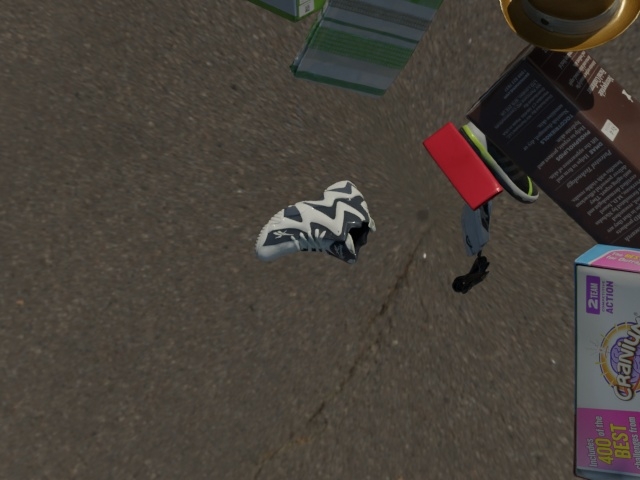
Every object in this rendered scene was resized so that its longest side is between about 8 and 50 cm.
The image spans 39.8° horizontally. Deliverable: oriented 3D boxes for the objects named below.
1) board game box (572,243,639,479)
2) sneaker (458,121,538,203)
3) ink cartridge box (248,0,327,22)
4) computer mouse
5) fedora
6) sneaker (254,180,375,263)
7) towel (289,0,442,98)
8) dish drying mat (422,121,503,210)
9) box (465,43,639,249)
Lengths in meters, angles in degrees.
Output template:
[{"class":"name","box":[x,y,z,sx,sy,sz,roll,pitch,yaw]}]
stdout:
[{"class":"board game box","box":[0.395,0.141,0.813,0.317,0.064,0.242,9,111,37]},{"class":"sneaker","box":[0.345,-0.153,1.604,0.097,0.084,0.235,-44,127,15]},{"class":"ink cartridge box","box":[-0.083,-0.563,1.644,0.189,0.255,0.097,32,52,31]},{"class":"computer mouse","box":[0.269,-0.009,1.572,0.042,0.106,0.193,13,65,-11]},{"class":"fedora","box":[0.328,-0.343,1.162,0.194,0.079,0.194,-6,68,15]},{"class":"sneaker","box":[0.000,0.000,1.681,0.235,0.094,0.153,-27,50,-11]},{"class":"towel","box":[0.047,-0.212,0.879,0.113,0.023,0.152,9,137,-26]},{"class":"dish drying mat","box":[0.121,-0.064,0.758,0.032,0.008,0.083,-38,59,10]},{"class":"box","box":[0.420,-0.130,1.328,0.381,0.191,0.143,44,129,-1]}]
